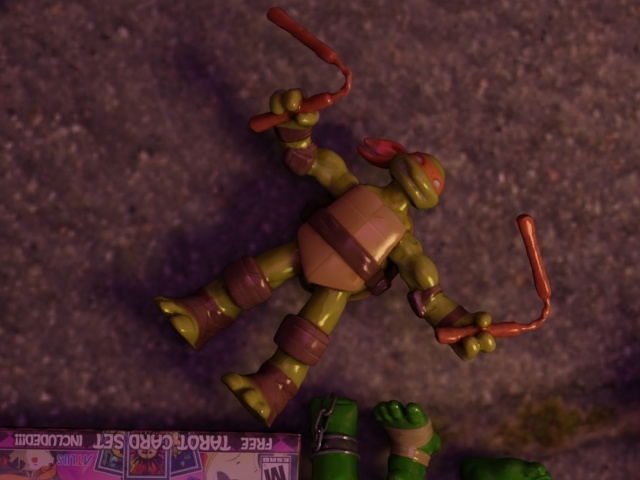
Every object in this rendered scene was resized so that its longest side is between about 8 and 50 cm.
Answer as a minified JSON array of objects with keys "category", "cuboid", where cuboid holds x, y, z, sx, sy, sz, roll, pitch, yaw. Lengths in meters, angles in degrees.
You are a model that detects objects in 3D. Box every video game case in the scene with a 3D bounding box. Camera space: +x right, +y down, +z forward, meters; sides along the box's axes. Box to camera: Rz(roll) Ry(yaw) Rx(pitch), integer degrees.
[{"category":"video game case","cuboid":[-0.130,0.225,1.221,0.232,0.042,0.210,3,86,-10]}]

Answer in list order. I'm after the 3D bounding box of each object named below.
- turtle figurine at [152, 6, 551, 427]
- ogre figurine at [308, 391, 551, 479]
[{"category":"turtle figurine","cuboid":[0.000,0.000,1.239,0.217,0.087,0.269,-41,91,-4]},{"category":"ogre figurine","cuboid":[0.075,0.184,1.238,0.197,0.097,0.118,30,63,-21]}]
